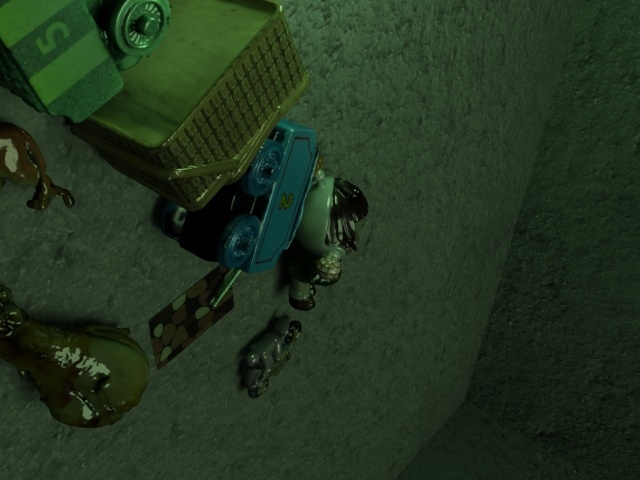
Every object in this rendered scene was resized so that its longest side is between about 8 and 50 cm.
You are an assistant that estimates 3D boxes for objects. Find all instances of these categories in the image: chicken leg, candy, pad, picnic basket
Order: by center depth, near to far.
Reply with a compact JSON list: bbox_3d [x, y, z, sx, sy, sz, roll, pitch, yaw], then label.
[{"bbox_3d":[-0.198,-0.219,1.217,0.313,0.228,0.175,-53,149,-18],"label":"picnic basket"},{"bbox_3d":[-0.427,0.187,1.321,0.429,0.153,0.201,49,59,-54],"label":"chicken leg"},{"bbox_3d":[-0.267,0.155,1.691,0.235,0.003,0.158,-40,146,-35],"label":"pad"},{"bbox_3d":[-0.152,0.036,1.717,0.262,0.073,0.077,-53,180,-6],"label":"candy"}]

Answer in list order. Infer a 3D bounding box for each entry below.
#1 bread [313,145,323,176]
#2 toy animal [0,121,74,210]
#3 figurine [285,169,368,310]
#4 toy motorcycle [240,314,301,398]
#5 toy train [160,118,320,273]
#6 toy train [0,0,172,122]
[{"bbox_3d":[-0.048,-0.169,1.674,0.076,0.083,0.070,-54,143,-22],"label":"bread"},{"bbox_3d":[-0.463,-0.096,1.025,0.312,0.097,0.157,-23,128,-53],"label":"toy animal"},{"bbox_3d":[0.000,0.000,1.845,0.281,0.167,0.370,-82,-171,-51],"label":"figurine"},{"bbox_3d":[-0.131,0.284,1.974,0.225,0.073,0.152,-58,150,-5],"label":"toy motorcycle"},{"bbox_3d":[-0.140,-0.100,1.485,0.265,0.188,0.300,-9,121,-63],"label":"toy train"},{"bbox_3d":[-0.325,-0.300,0.996,0.238,0.167,0.299,-45,149,-17],"label":"toy train"}]
